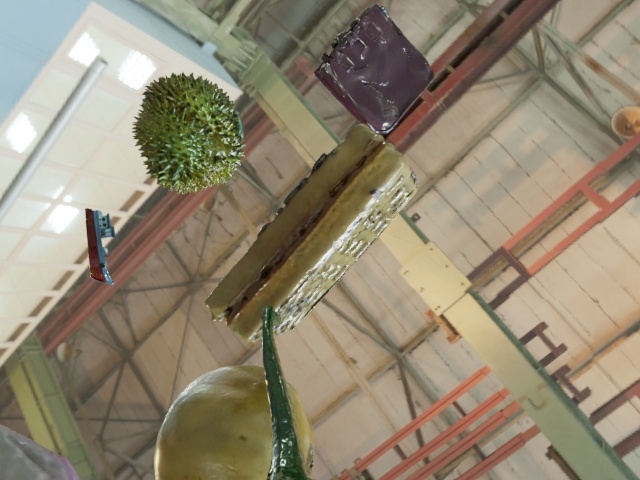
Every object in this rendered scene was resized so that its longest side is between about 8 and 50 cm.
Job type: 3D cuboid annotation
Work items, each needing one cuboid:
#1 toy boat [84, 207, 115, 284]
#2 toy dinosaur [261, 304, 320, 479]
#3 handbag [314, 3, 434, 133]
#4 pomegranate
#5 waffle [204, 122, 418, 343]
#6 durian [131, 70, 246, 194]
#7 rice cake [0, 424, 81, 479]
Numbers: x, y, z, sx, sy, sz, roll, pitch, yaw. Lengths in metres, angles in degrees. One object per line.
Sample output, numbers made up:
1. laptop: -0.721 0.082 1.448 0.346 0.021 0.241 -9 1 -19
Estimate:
1. toy boat: -0.481 0.013 1.181 0.069 0.059 0.173 175 -90 -68
2. toy dinosaur: -0.043 0.216 0.469 0.087 0.447 0.300 -19 -94 9
3. handbag: 0.112 -0.357 1.135 0.203 0.216 0.074 -54 -159 -13
4. pomegranate: -0.163 0.404 1.017 0.333 0.332 0.332 -4 -98 27
5. waffle: 0.000 0.000 0.903 0.114 0.261 0.376 42 -83 12
6. durian: -0.283 -0.233 1.187 0.225 0.291 0.291 -7 -101 -2
7. rice cake: -0.321 0.098 0.356 0.399 0.064 0.070 26 -53 8
